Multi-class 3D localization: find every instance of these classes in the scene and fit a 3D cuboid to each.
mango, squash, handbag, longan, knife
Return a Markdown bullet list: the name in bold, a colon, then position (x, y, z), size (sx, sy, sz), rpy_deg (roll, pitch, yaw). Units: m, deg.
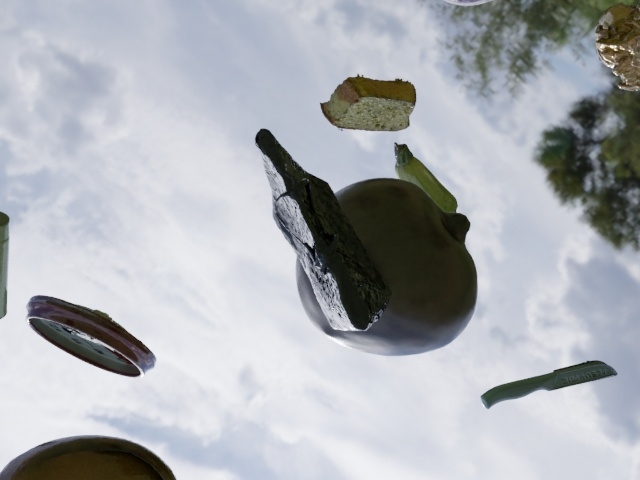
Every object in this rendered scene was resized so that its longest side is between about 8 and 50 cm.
- **mango**: position (-0.290, 0.321, 1.068), size (0.236, 0.166, 0.136), rpy_deg (-2, -174, -18)
- **squash**: position (0.205, -0.127, 1.841), size (0.224, 0.094, 0.094), rpy_deg (50, -162, -41)
- **handbag**: position (0.000, 0.000, 1.066), size (0.270, 0.088, 0.175), rpy_deg (61, -177, 17)
- **longan**: position (0.110, 0.042, 1.369), size (0.300, 0.300, 0.243), rpy_deg (40, 171, -6)
- **knife**: position (0.285, 0.175, 1.091), size (0.210, 0.028, 0.015), rpy_deg (-9, -170, -24)

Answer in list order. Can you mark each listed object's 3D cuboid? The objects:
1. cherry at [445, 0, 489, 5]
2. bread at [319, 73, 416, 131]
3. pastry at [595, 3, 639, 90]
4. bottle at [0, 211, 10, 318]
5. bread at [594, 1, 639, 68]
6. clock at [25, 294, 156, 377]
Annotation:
- **cherry**: position (0.261, -0.527, 1.537), size (0.285, 0.213, 0.236), rpy_deg (-10, -96, -15)
- **bread**: position (0.099, -0.258, 1.681), size (0.187, 0.103, 0.065), rpy_deg (4, -126, -26)
- **pastry**: position (0.540, -0.307, 1.310), size (0.154, 0.250, 0.102), rpy_deg (33, -115, -22)
- **bottle**: position (-0.614, 0.048, 1.627), size (0.072, 0.201, 0.072), rpy_deg (9, -155, -4)
- **bread**: position (0.595, -0.364, 1.587), size (0.198, 0.120, 0.236), rpy_deg (17, -158, 14)
- **clock**: position (-0.514, 0.211, 1.986), size (0.318, 0.318, 0.080), rpy_deg (33, -115, -20)
